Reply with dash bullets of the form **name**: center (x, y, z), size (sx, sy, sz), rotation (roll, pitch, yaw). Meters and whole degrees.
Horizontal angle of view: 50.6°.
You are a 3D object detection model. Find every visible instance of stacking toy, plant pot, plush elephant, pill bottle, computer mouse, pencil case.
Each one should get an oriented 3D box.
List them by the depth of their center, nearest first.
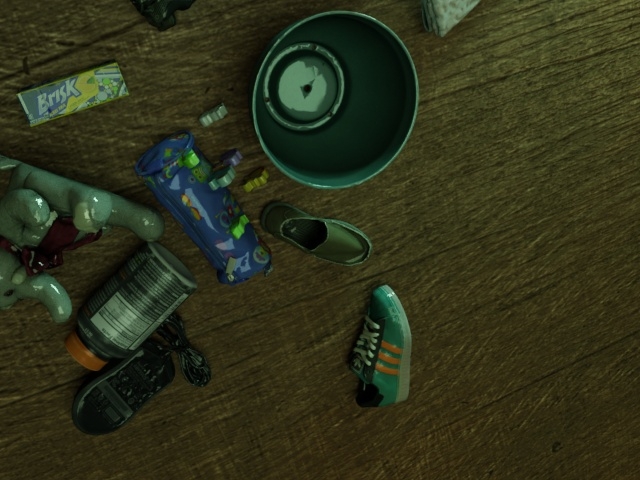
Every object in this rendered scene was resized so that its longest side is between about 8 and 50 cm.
- **plush elephant**: center (-0.468, 0.013, 1.100), size (0.330, 0.272, 0.255), rotation (19, 89, 3)
- **stacking toy**: center (-0.162, -0.127, 1.187), size (0.052, 0.221, 0.167), rotation (-23, 118, 18)
- **plant pot**: center (0.000, -0.258, 1.199), size (0.293, 0.196, 0.293), rotation (-7, 113, -17)
- **pencil case**: center (-0.209, -0.047, 1.241), size (0.119, 0.133, 0.306), rotation (-22, 118, 19)
- **pill bottle**: center (-0.357, 0.126, 1.251), size (0.246, 0.130, 0.130), rotation (-45, 118, 0)
- **computer mouse**: center (-0.368, 0.275, 1.344), size (0.272, 0.072, 0.188), rotation (-35, 116, -19)

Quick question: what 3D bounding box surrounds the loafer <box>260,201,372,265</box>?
- **loafer**: center (0.000, 0.000, 1.359), size (0.251, 0.087, 0.094), rotation (17, 103, -25)

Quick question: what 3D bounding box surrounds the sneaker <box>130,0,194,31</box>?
- **sneaker**: center (-0.306, -0.408, 1.090), size (0.228, 0.087, 0.130), rotation (-5, 105, -24)

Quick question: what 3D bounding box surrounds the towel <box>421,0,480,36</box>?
- **towel**: center (0.272, -0.564, 1.163), size (0.317, 0.053, 0.332), rotation (-47, 151, -7)

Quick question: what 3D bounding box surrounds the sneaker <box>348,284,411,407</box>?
- **sneaker**: center (0.124, 0.246, 1.488), size (0.121, 0.108, 0.302), rotation (-15, 116, -19)

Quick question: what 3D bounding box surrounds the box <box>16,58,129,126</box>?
- **box**: center (-0.413, -0.248, 1.130), size (0.169, 0.054, 0.059), rotation (-22, 116, -12)
